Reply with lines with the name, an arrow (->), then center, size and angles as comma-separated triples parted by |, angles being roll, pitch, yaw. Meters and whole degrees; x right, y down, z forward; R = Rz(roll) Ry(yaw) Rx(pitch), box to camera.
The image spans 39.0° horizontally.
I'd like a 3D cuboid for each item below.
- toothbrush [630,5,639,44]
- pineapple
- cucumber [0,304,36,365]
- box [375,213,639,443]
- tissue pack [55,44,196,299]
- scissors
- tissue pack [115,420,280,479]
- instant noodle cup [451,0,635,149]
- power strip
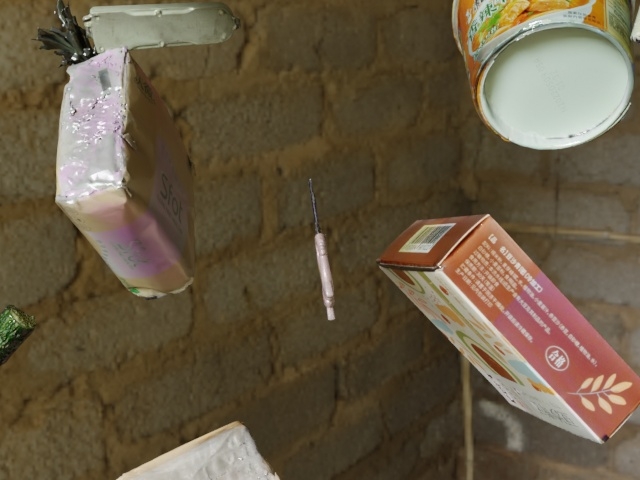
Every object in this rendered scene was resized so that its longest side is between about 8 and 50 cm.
toothbrush -> 0.453, -0.348, 1.228 | 0.026, 0.028, 0.294 | -8, 40, 36
pineapple -> -0.486, -0.347, 1.964 | 0.165, 0.364, 0.165 | -26, 24, 12
cucumber -> -0.495, 0.171, 1.343 | 0.187, 0.058, 0.058 | -43, 2, 17
box -> 0.302, 0.135, 1.512 | 0.122, 0.385, 0.344 | -45, 8, -8
tissue pack -> -0.237, -0.075, 1.109 | 0.123, 0.215, 0.256 | -10, -29, 7
scissors -> 0.000, 0.000, 1.790 | 0.024, 0.160, 0.317 | -8, 55, -1
tissue pack -> -0.168, 0.440, 1.291 | 0.239, 0.305, 0.238 | 6, 55, -9
instant noodle cup -> 0.341, -0.284, 1.356 | 0.296, 0.296, 0.214 | 0, 46, 6
power strip -> -0.292, -0.401, 1.679 | 0.286, 0.080, 0.048 | -5, 33, -5
